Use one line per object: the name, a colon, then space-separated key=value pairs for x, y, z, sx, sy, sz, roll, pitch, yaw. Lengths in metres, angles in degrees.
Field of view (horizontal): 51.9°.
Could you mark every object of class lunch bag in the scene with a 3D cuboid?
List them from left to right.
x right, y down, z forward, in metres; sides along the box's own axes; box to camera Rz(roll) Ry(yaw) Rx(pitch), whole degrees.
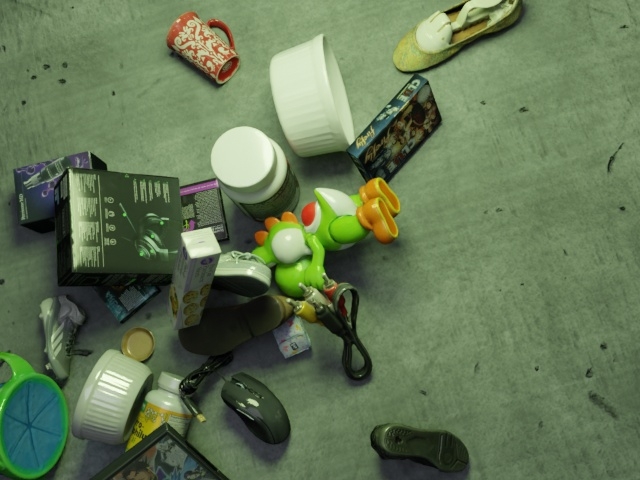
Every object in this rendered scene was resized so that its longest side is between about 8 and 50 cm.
lunch bag: x=-0.067 y=0.225 z=1.536 sx=0.071 sy=0.053 sz=0.083 roll=-24 pitch=80 yaw=7

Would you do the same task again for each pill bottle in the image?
pill bottle: x=-0.358 y=0.413 z=1.496 sx=0.118 sy=0.117 sz=0.208 roll=18 pitch=81 yaw=10
pill bottle: x=-0.146 y=-0.147 z=1.506 sx=0.161 sy=0.283 sz=0.161 roll=-1 pitch=78 yaw=6

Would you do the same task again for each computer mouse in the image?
computer mouse: x=-0.188 y=0.362 z=1.464 sx=0.262 sy=0.060 sz=0.184 roll=46 pitch=43 yaw=13

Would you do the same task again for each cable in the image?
cable: x=0.052 y=0.186 z=1.455 sx=0.139 sy=0.287 sz=0.072 roll=-35 pitch=33 yaw=2

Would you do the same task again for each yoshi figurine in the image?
yoshi figurine: x=0.016 y=0.017 z=1.497 sx=0.362 sy=0.204 sz=0.202 roll=-24 pitch=68 yaw=24

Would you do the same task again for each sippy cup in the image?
sippy cup: x=-0.741 y=0.429 z=1.497 sx=0.224 sy=0.240 sz=0.305 roll=-9 pitch=52 yaw=16

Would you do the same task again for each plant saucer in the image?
plant saucer: x=-0.440 y=0.252 z=1.593 sx=0.084 sy=0.015 sz=0.083 roll=-1 pitch=78 yaw=7

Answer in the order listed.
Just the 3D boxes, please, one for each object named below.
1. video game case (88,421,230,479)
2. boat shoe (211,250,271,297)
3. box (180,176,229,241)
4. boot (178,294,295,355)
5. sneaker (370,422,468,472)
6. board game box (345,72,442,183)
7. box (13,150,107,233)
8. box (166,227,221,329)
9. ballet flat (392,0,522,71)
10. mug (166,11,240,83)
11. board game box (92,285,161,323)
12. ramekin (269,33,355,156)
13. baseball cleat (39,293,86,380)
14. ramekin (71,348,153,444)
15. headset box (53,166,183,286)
video game case: x=-0.366 y=0.557 z=1.430 sx=0.275 sy=0.035 sz=0.248 roll=-37 pitch=118 yaw=-2
boat shoe: x=-0.207 y=0.058 z=1.484 sx=0.118 sy=0.320 sz=0.103 roll=30 pitch=74 yaw=-28
box: x=-0.297 y=-0.067 z=1.639 sx=0.116 sy=0.029 sz=0.162 roll=-13 pitch=75 yaw=5
boot: x=-0.192 y=0.195 z=1.535 sx=0.305 sy=0.115 sz=0.112 roll=-18 pitch=86 yaw=24
sneaker: x=0.209 y=0.451 z=1.446 sx=0.228 sy=0.130 sz=0.087 roll=16 pitch=74 yaw=-18
board game box: x=0.179 y=-0.251 z=1.551 sx=0.243 sy=0.165 sz=0.042 roll=-48 pitch=58 yaw=-4
box: x=-0.644 y=-0.118 z=1.650 sx=0.207 sy=0.108 sz=0.153 roll=-14 pitch=77 yaw=3
box: x=-0.275 y=0.090 z=1.393 sx=0.067 sy=0.324 sz=0.063 roll=-13 pitch=62 yaw=-28
ballet flat: x=0.336 y=-0.535 z=1.621 sx=0.349 sy=0.123 sz=0.123 roll=-24 pitch=76 yaw=1
mug: x=-0.285 y=-0.504 z=1.692 sx=0.169 sy=0.113 sz=0.150 roll=41 pitch=87 yaw=10
board game box: x=-0.500 y=0.096 z=1.628 sx=0.126 sy=0.026 sz=0.186 roll=-40 pitch=77 yaw=-2
ramekin: x=-0.018 y=-0.329 z=1.543 sx=0.135 sy=0.277 sz=0.277 roll=-13 pitch=77 yaw=11
baseball cleat: x=-0.617 y=0.230 z=1.591 sx=0.110 sy=0.072 sz=0.205 roll=-17 pitch=80 yaw=-4
ramekin: x=-0.460 y=0.359 z=1.480 sx=0.109 sy=0.207 sz=0.207 roll=19 pitch=81 yaw=1
headset box: x=-0.456 y=-0.025 z=1.531 sx=0.283 sy=0.131 sz=0.246 roll=1 pitch=73 yaw=-35
